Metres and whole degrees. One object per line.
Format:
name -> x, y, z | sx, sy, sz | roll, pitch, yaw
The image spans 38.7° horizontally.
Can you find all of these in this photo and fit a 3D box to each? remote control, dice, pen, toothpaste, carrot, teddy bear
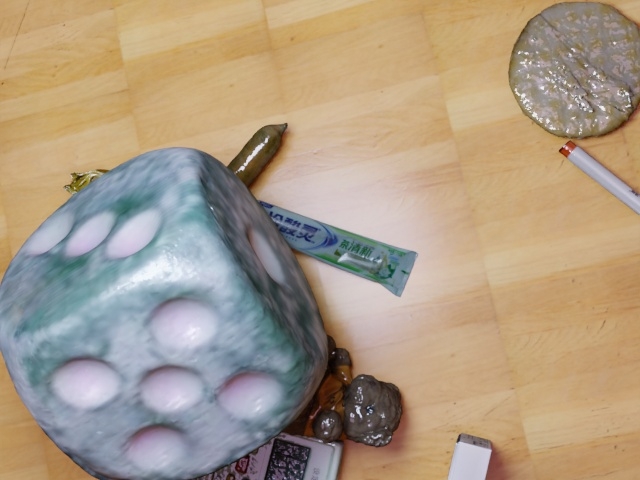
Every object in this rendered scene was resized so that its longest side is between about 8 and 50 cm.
remote control -> -0.142, 0.331, 1.396 | 0.344, 0.050, 0.145 | 13, 86, 10
dice -> -0.212, 0.102, 1.233 | 0.348, 0.328, 0.330 | -32, 121, 10
pen -> 0.455, -0.067, 1.353 | 0.239, 0.028, 0.028 | 41, 91, 11
toothpaste -> 0.000, 0.000, 1.397 | 0.296, 0.048, 0.075 | 21, 89, -2
carrot -> -0.167, -0.056, 1.431 | 0.070, 0.070, 0.342 | 39, 91, 11
teddy bear -> 0.026, 0.238, 1.339 | 0.190, 0.177, 0.140 | 14, 126, 6

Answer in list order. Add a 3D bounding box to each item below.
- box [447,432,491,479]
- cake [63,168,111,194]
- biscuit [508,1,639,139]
box -> 0.205, 0.348, 1.297 | 0.051, 0.130, 0.129 | 12, 86, 12
cake -> -0.310, -0.079, 1.439 | 0.185, 0.116, 0.080 | 23, 86, 16
biscuit -> 0.393, -0.261, 1.381 | 0.219, 0.033, 0.220 | -1, 82, 8
